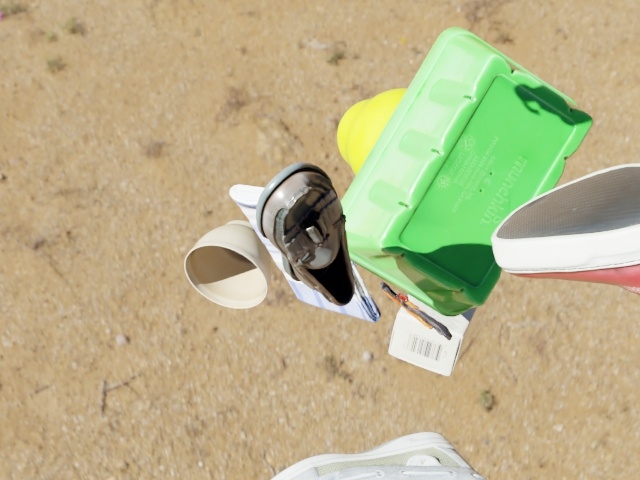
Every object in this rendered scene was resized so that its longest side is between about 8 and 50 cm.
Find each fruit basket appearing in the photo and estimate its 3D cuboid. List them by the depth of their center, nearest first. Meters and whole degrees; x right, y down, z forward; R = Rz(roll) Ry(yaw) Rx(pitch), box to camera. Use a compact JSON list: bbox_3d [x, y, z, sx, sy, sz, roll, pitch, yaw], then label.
[{"bbox_3d":[0.171,-0.106,1.424,0.283,0.392,0.392,30,53,-11],"label":"fruit basket"}]

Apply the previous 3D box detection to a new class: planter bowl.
[{"bbox_3d":[-0.157,0.033,1.823,0.162,0.162,0.109,13,45,12],"label":"planter bowl"}]

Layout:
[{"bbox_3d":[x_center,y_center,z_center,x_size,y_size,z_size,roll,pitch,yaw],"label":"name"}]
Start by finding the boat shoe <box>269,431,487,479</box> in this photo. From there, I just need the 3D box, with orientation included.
[{"bbox_3d":[0.047,0.316,1.149,0.320,0.118,0.103,-10,22,-27],"label":"boat shoe"}]

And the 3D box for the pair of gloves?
[{"bbox_3d":[0.096,0.070,0.985,0.010,0.074,0.083,-52,20,-4],"label":"pair of gloves"}]

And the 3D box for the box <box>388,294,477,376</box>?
[{"bbox_3d":[0.211,0.089,1.606,0.113,0.094,0.275,20,39,15],"label":"box"}]

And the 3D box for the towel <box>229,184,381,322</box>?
[{"bbox_3d":[-0.025,0.024,1.648,0.209,0.285,0.034,13,53,42],"label":"towel"}]

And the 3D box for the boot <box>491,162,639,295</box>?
[{"bbox_3d":[0.233,0.040,0.601,0.244,0.176,0.088,-6,32,45],"label":"boot"}]

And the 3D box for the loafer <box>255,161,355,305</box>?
[{"bbox_3d":[0.000,0.000,1.074,0.096,0.267,0.084,-42,71,-8],"label":"loafer"}]
